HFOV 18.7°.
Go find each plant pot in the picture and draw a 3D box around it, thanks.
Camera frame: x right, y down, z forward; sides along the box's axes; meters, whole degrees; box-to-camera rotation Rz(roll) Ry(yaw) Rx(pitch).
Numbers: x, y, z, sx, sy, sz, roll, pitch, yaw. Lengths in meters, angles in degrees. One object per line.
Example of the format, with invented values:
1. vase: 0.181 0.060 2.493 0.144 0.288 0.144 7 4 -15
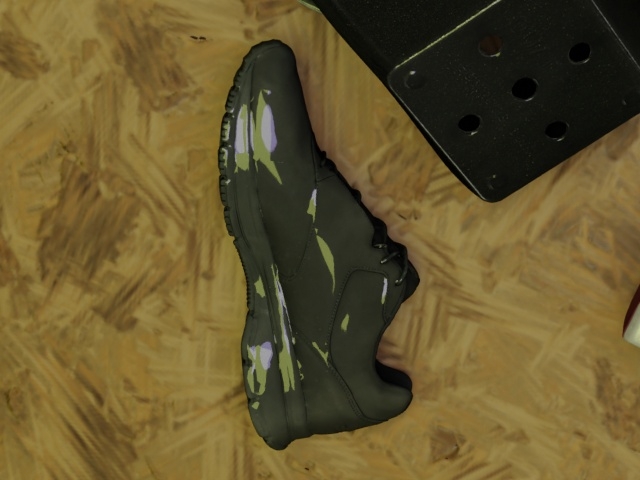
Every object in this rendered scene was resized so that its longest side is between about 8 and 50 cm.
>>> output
1. plant pot: 0.109 -0.140 1.219 0.187 0.167 0.188 -33 125 13

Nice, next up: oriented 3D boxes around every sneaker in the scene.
1. sneaker: 0.000 0.000 1.342 0.130 0.109 0.286 -6 106 5

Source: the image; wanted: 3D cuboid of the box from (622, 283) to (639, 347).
1. box: 0.312 -0.014 1.257 0.148 0.127 0.232 27 102 7

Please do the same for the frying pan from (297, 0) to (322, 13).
1. frying pan: 0.090 -0.282 1.301 0.326 0.053 0.197 -34 90 12
